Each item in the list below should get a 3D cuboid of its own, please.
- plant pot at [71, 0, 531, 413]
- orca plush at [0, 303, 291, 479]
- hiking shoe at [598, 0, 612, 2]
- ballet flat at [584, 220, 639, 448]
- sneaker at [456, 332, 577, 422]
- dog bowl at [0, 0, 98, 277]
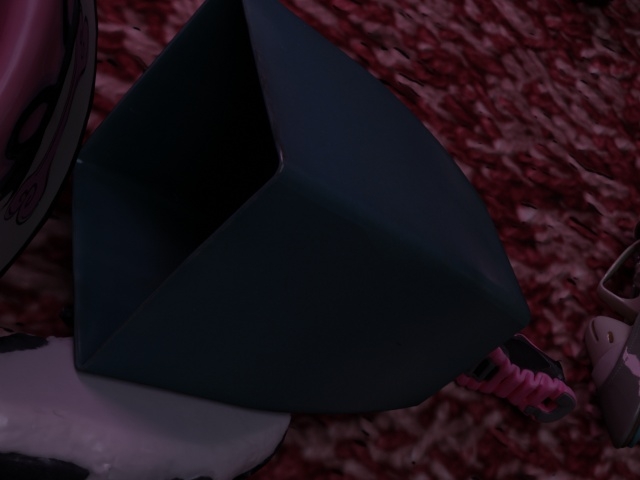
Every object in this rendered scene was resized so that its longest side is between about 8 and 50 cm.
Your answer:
[{"bbox_3d":[0.000,0.000,0.573,0.234,0.165,0.165,26,35,-36],"label":"plant pot"},{"bbox_3d":[-0.139,0.120,0.499,0.151,0.102,0.287,43,21,20],"label":"orca plush"},{"bbox_3d":[0.276,-0.310,0.925,0.114,0.086,0.227,39,51,5],"label":"hiking shoe"},{"bbox_3d":[0.246,0.067,0.775,0.068,0.072,0.213,25,57,12],"label":"ballet flat"},{"bbox_3d":[0.135,0.086,0.715,0.119,0.047,0.057,32,37,-16],"label":"sneaker"},{"bbox_3d":[-0.294,-0.123,0.425,0.408,0.150,0.407,3,82,-21],"label":"dog bowl"}]
